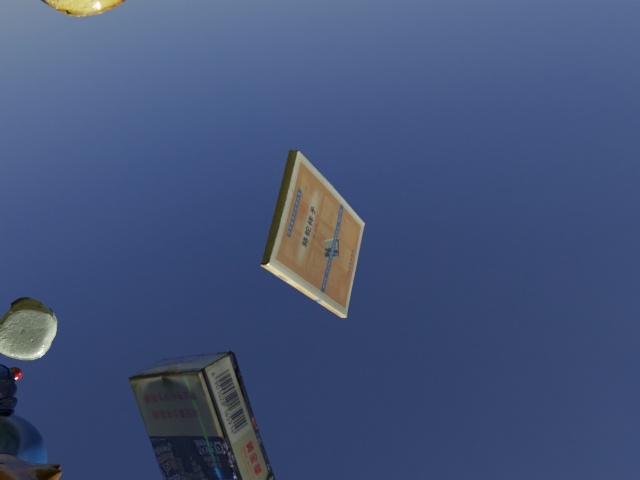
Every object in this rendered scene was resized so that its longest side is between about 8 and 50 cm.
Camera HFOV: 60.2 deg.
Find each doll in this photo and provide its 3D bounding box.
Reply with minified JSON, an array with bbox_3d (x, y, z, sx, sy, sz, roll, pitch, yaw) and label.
[{"bbox_3d":[-0.679,0.410,1.089,0.240,0.284,0.310,-13,-113,-14],"label":"doll"}]

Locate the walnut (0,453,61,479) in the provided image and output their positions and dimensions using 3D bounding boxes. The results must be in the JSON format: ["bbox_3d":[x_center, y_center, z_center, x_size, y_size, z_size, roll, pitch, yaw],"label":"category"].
[{"bbox_3d":[-0.522,0.411,0.757,0.209,0.209,0.336,22,-146,39],"label":"walnut"}]

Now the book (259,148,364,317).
[{"bbox_3d":[0.001,0.000,0.812,0.018,0.241,0.170,1,-112,29],"label":"book"}]

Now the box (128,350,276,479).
[{"bbox_3d":[-0.197,0.355,0.954,0.198,0.310,0.084,-14,-175,35],"label":"box"}]

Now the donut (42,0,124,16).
[{"bbox_3d":[-0.407,-0.455,0.923,0.178,0.065,0.162,27,-117,10],"label":"donut"}]

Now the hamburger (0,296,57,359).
[{"bbox_3d":[-0.708,0.214,1.330,0.140,0.133,0.062,-64,-156,0],"label":"hamburger"}]
